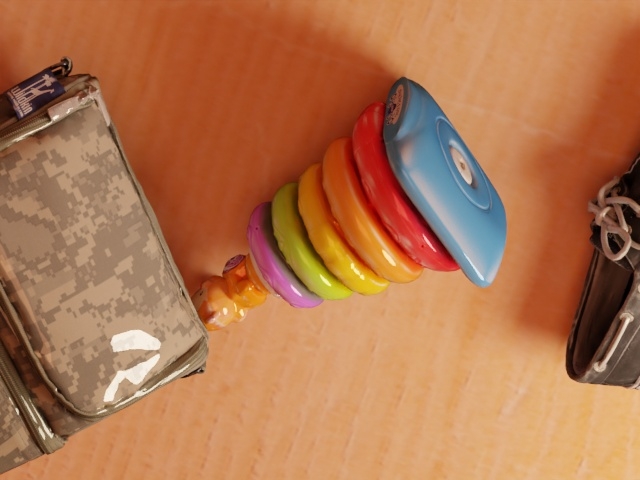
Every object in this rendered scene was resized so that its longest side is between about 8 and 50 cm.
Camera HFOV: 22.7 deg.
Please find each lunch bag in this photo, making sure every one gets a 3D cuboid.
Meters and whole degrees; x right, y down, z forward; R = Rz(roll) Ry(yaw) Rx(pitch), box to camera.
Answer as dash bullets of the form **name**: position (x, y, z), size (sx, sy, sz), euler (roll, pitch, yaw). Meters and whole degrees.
- **lunch bag**: position (-0.259, 0.022, 1.378), size (0.256, 0.212, 0.305), euler (-24, 107, -3)

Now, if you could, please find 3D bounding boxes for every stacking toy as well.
- **stacking toy**: position (0.000, 0.000, 1.427), size (0.302, 0.175, 0.166), euler (-29, 114, 21)

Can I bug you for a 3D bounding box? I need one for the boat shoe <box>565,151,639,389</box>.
- **boat shoe**: position (0.291, -0.006, 1.444), size (0.105, 0.113, 0.306), euler (4, 119, -19)
